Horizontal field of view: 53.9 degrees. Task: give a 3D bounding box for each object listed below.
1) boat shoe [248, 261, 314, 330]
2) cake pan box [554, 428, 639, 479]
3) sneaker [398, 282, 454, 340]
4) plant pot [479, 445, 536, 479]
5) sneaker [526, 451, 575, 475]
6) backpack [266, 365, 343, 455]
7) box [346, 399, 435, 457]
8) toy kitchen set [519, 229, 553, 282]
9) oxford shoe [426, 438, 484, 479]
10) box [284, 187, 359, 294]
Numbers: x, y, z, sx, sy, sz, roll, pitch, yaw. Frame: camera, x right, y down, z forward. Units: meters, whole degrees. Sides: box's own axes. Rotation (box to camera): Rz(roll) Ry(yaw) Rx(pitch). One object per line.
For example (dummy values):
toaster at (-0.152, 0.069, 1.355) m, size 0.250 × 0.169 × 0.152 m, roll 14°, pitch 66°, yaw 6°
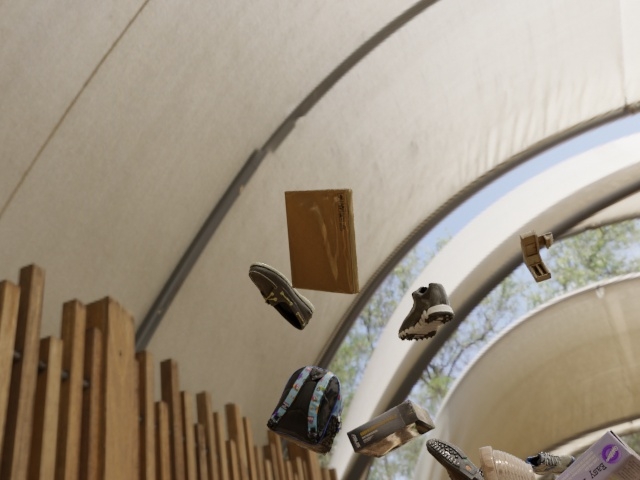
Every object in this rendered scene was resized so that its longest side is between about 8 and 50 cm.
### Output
boat shoe at (-0.107, 0.148, 1.658) m, size 0.228 × 0.069 × 0.081 m, roll 43°, pitch -39°, yaw -23°
cake pan box at (0.507, 0.493, 1.137) m, size 0.246 × 0.070 × 0.267 m, roll -44°, pitch -59°, yaw 7°
sneaker at (0.244, 0.167, 1.488) m, size 0.078 × 0.106 × 0.234 m, roll 4°, pitch -27°, yaw -14°
plant pot at (0.454, 0.593, 1.462) m, size 0.109 × 0.237 × 0.237 m, roll -16°, pitch -34°, yaw 12°
sneaker at (0.600, 0.584, 1.651) m, size 0.058 × 0.052 × 0.135 m, roll 39°, pitch -43°, yaw -18°
backpack at (-0.019, 0.390, 1.471) m, size 0.158 × 0.173 × 0.117 m, roll 9°, pitch -28°, yaw 32°
box at (0.188, 0.493, 1.634) m, size 0.183 × 0.056 × 0.231 m, roll -31°, pitch -29°, yaw 8°
toy kitchen set at (0.474, 0.028, 1.340) m, size 0.068 × 0.075 × 0.083 m, roll -19°, pitch -54°, yaw 5°
oxford shoe at (0.376, 0.637, 1.730) m, size 0.082 × 0.227 × 0.096 m, roll -12°, pitch -52°, yaw -46°
box at (0.000, 0.000, 1.228) m, size 0.164 × 0.201 × 0.021 m, roll 2°, pitch 10°, yaw 41°
